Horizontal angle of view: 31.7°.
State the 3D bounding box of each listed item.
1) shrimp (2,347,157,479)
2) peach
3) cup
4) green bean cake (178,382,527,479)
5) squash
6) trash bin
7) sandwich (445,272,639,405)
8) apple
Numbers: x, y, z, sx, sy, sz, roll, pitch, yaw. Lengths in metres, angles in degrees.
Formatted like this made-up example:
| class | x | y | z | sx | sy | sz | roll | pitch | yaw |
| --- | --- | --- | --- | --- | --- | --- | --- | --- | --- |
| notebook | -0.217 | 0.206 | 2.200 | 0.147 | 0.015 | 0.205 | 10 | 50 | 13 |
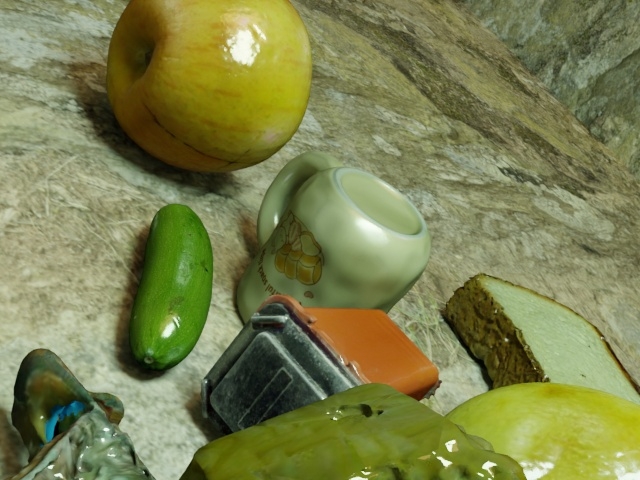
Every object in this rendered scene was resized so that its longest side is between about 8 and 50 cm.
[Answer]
| class | x | y | z | sx | sy | sz | roll | pitch | yaw |
| --- | --- | --- | --- | --- | --- | --- | --- | --- | --- |
| shrimp | -0.183 | 0.218 | 0.794 | 0.221 | 0.110 | 0.445 | 19 | 16 | -23 |
| peach | 0.232 | 0.289 | 1.044 | 0.316 | 0.281 | 0.314 | 11 | 36 | 22 |
| cup | 0.017 | 0.010 | 1.366 | 0.173 | 0.202 | 0.255 | 28 | 25 | -15 |
| green bean cake | 0.020 | 0.218 | 0.863 | 0.236 | 0.124 | 0.233 | -17 | 20 | -23 |
| squash | -0.157 | 0.044 | 1.231 | 0.082 | 0.082 | 0.292 | 28 | 25 | -16 |
| trash bin | 0.019 | 0.161 | 1.163 | 0.184 | 0.161 | 0.239 | 47 | 24 | 23 |
| sandwich | 0.335 | 0.192 | 1.577 | 0.271 | 0.099 | 0.301 | 26 | 23 | -32 |
| apple | -0.148 | -0.220 | 1.481 | 0.233 | 0.286 | 0.286 | 7 | 37 | -34 |
